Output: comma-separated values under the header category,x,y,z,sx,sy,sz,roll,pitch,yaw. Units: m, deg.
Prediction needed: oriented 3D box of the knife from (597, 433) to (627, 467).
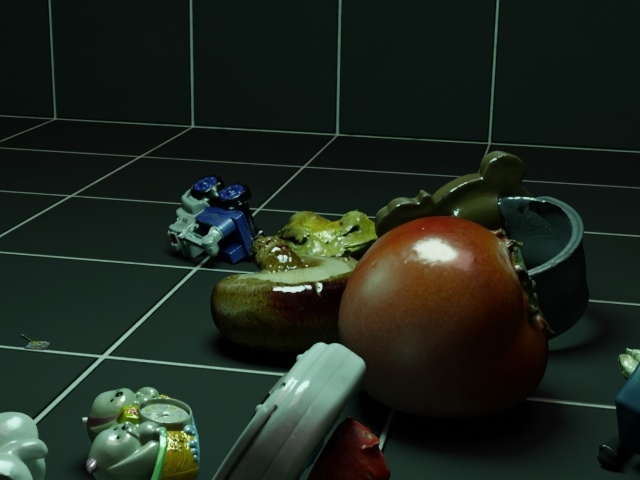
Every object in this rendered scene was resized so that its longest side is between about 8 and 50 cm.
category,x,y,z,sx,sy,sz,roll,pitch,yaw
knife,0.461,0.279,1.629,0.060,0.028,0.230,25,24,29

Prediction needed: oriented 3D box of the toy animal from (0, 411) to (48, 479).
category,x,y,z,sx,sy,sz,roll,pitch,yaw
toy animal,-0.411,0.286,1.362,0.178,0.128,0.193,-7,21,-21

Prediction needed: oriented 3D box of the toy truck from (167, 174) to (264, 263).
category,x,y,z,sx,sy,sz,roll,pitch,yaw
toy truck,-0.231,-0.026,2.450,0.177,0.161,0.213,-38,36,-29

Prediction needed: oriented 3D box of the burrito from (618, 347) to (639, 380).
category,x,y,z,sx,sy,sz,roll,pitch,yaw
burrito,0.547,0.234,1.691,0.059,0.082,0.275,-43,29,-7

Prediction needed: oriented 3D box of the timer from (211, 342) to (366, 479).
category,x,y,z,sx,sy,sz,roll,pitch,yaw
timer,-0.052,0.242,1.310,0.087,0.262,0.237,33,22,4

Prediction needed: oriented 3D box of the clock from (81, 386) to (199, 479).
category,x,y,z,sx,sy,sz,roll,pitch,yaw
clock,-0.238,0.261,1.499,0.144,0.103,0.231,5,16,-15

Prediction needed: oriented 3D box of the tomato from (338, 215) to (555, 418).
category,x,y,z,sx,sy,sz,roll,pitch,yaw
tomato,0.175,0.120,1.703,0.321,0.322,0.321,1,16,0

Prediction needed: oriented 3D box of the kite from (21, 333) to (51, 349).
category,x,y,z,sx,sy,sz,roll,pitch,yaw
kite,-0.494,0.175,1.953,0.078,0.002,0.044,11,19,26

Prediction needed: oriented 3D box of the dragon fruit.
category,x,y,z,sx,sy,sz,roll,pitch,yaw
dragon fruit,0.047,0.294,1.372,0.110,0.153,0.153,24,21,11

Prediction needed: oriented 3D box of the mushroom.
category,x,y,z,sx,sy,sz,roll,pitch,yaw
mushroom,-0.046,0.101,1.970,0.297,0.163,0.278,-8,27,-28

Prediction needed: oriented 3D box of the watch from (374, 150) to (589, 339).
category,x,y,z,sx,sy,sz,roll,pitch,yaw
watch,0.297,0.052,2.036,0.335,0.314,0.327,-16,29,-5

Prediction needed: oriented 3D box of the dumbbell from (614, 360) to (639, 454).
category,x,y,z,sx,sy,sz,roll,pitch,yaw
dumbbell,0.531,0.256,1.457,0.143,0.156,0.316,-26,29,-26

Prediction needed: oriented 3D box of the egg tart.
category,x,y,z,sx,sy,sz,roll,pitch,yaw
egg tart,0.000,0.000,2.227,0.297,0.132,0.297,-17,2,0
